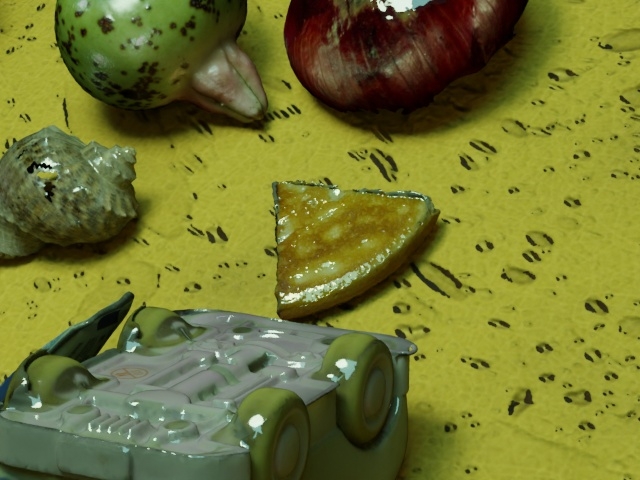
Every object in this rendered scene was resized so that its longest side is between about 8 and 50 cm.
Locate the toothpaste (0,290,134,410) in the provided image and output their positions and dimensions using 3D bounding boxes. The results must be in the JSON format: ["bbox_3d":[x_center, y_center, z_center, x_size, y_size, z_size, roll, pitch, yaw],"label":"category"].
[{"bbox_3d":[-0.248,0.133,1.493,0.268,0.069,0.047,-43,53,32],"label":"toothpaste"}]

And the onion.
[{"bbox_3d":[0.079,-0.261,1.796,0.272,0.195,0.272,-15,36,12],"label":"onion"}]

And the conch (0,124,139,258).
[{"bbox_3d":[-0.267,-0.043,1.764,0.207,0.130,0.155,-32,6,15],"label":"conch"}]

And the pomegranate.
[{"bbox_3d":[-0.146,-0.210,1.831,0.248,0.214,0.214,40,61,5],"label":"pomegranate"}]

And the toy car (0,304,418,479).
[{"bbox_3d":[-0.087,0.186,1.376,0.242,0.226,0.336,7,13,23],"label":"toy car"}]

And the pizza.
[{"bbox_3d":[0.000,0.000,1.666,0.176,0.036,0.184,28,60,38],"label":"pizza"}]
